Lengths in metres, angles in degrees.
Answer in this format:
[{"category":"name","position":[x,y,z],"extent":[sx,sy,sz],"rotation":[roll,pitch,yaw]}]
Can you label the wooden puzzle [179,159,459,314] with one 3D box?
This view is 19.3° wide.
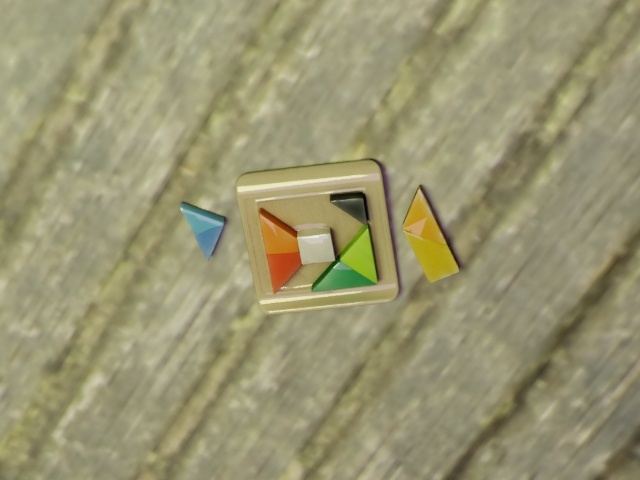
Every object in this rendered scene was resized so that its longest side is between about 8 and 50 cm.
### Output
[{"category":"wooden puzzle","position":[0.000,0.000,0.865],"extent":[0.116,0.014,0.078],"rotation":[-12,118,10]}]
